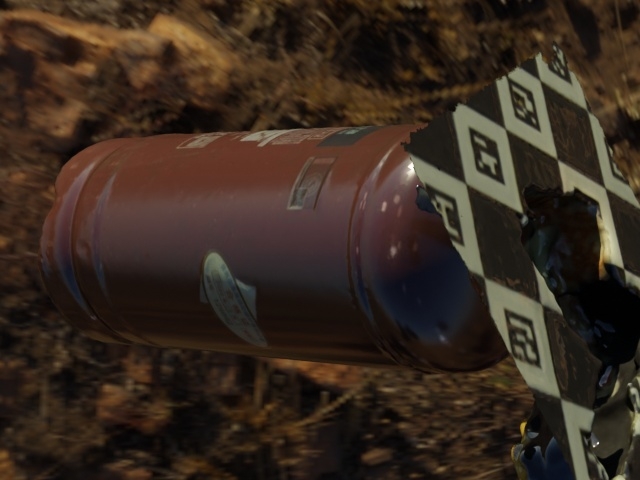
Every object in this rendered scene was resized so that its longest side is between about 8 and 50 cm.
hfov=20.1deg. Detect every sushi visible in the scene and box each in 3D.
[{"bbox_3d":[0.063,0.017,0.489,0.026,0.120,0.126,-25,93,31],"label":"sushi"}]

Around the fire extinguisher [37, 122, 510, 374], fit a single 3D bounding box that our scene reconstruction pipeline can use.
[{"bbox_3d":[0.000,0.000,0.855,0.337,0.135,0.114,1,75,45],"label":"fire extinguisher"}]
